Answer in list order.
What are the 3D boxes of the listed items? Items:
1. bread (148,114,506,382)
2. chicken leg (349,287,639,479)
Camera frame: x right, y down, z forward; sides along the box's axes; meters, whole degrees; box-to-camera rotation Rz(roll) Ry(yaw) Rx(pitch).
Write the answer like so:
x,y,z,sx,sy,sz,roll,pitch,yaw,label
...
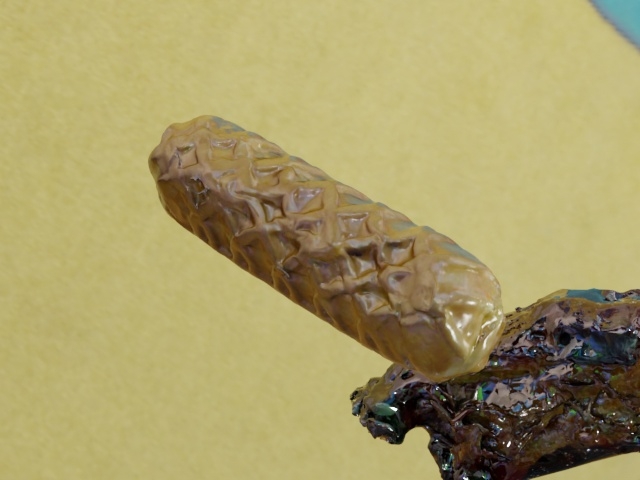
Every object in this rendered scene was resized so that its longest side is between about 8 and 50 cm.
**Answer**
x,y,z,sx,sy,sz,roll,pitch,yaw,label
0.000,0.000,0.546,0.044,0.157,0.052,-48,146,-17,bread
0.124,0.075,0.738,0.063,0.233,0.105,-10,87,-70,chicken leg
